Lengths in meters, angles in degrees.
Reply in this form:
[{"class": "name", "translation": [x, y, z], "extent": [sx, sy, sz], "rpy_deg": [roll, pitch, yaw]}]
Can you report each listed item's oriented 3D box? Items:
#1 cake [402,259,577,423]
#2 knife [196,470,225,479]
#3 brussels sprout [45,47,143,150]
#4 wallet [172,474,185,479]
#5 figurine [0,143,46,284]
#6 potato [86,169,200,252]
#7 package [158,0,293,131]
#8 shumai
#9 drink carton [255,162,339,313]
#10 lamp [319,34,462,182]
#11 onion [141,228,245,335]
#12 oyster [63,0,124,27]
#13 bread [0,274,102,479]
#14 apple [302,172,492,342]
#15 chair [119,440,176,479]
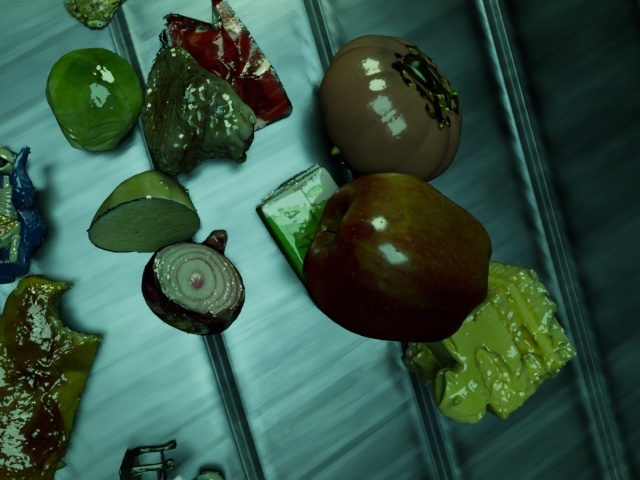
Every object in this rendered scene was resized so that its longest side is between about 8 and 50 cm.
[{"class": "cake", "translation": [0.306, 0.206, 1.195], "extent": [0.286, 0.227, 0.222], "rpy_deg": [-33, 97, -8]}, {"class": "knife", "translation": [-0.244, 0.586, 1.198], "extent": [0.073, 0.040, 0.266], "rpy_deg": [12, 91, 6]}, {"class": "brussels sprout", "translation": [-0.408, -0.257, 1.112], "extent": [0.161, 0.144, 0.181], "rpy_deg": [-19, 118, -28]}, {"class": "wallet", "translation": [-0.275, 0.468, 1.103], "extent": [0.083, 0.011, 0.044], "rpy_deg": [-39, 98, -6]}, {"class": "figurine", "translation": [-0.568, -0.050, 1.107], "extent": [0.164, 0.121, 0.262], "rpy_deg": [-1, 82, 26]}, {"class": "potato", "translation": [-0.331, -0.065, 1.137], "extent": [0.202, 0.182, 0.117], "rpy_deg": [-28, 60, 27]}, {"class": "package", "translation": [-0.191, -0.334, 1.186], "extent": [0.194, 0.071, 0.269], "rpy_deg": [-23, 98, 6]}, {"class": "shumai", "translation": [-0.224, -0.224, 1.142], "extent": [0.184, 0.185, 0.218], "rpy_deg": [-44, 54, 27]}, {"class": "drink carton", "translation": [0.000, 0.000, 1.200], "extent": [0.161, 0.108, 0.271], "rpy_deg": [-34, 96, -8]}, {"class": "lamp", "translation": [0.122, -0.233, 1.152], "extent": [0.239, 0.305, 0.305], "rpy_deg": [-34, 98, 37]}, {"class": "onion", "translation": [-0.233, 0.071, 1.157], "extent": [0.195, 0.140, 0.218], "rpy_deg": [21, 51, -10]}, {"class": "oyster", "translation": [-0.421, -0.472, 1.163], "extent": [0.146, 0.045, 0.122], "rpy_deg": [-11, 107, -9]}, {"class": "bread", "translation": [-0.521, 0.259, 1.117], "extent": [0.185, 0.109, 0.380], "rpy_deg": [16, 86, -9]}, {"class": "apple", "translation": [0.125, 0.032, 1.037], "extent": [0.317, 0.288, 0.288], "rpy_deg": [22, 87, -21]}, {"class": "chair", "translation": [-0.383, 0.470, 1.142], "extent": [0.229, 0.106, 0.113], "rpy_deg": [-8, 93, -10]}]
